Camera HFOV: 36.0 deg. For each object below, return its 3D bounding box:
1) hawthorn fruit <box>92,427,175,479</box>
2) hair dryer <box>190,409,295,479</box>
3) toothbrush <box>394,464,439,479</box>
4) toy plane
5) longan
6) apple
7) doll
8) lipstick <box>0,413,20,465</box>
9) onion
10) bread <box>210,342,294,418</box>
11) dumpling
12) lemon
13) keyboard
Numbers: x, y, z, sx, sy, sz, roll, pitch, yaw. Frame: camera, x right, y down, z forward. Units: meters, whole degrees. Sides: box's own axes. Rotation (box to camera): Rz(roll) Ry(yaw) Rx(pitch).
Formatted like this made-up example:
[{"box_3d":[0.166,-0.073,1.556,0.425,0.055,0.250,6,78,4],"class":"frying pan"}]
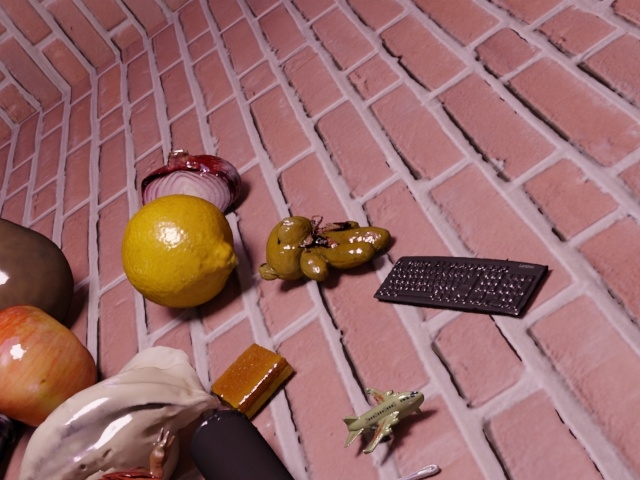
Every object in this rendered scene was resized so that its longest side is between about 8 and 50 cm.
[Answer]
[{"box_3d":[-0.185,0.336,0.972,0.276,0.276,0.307,-15,47,35],"class":"hawthorn fruit"},{"box_3d":[-0.133,0.341,1.144,0.251,0.089,0.197,-50,32,-4],"class":"hair dryer"},{"box_3d":[0.070,0.268,1.073,0.131,0.013,0.011,-25,41,20],"class":"toothbrush"},{"box_3d":[0.073,0.202,1.136,0.111,0.040,0.102,-25,33,20],"class":"toy plane"},{"box_3d":[-0.594,0.100,1.833,0.243,0.300,0.300,-7,3,-43],"class":"longan"},{"box_3d":[-0.458,0.204,1.566,0.164,0.209,0.209,-50,31,-16],"class":"apple"},{"box_3d":[0.000,0.000,1.458,0.210,0.097,0.137,-7,35,35],"class":"doll"},{"box_3d":[-0.538,0.317,1.606,0.081,0.081,0.299,-28,30,17],"class":"lipstick"},{"box_3d":[-0.237,-0.113,1.840,0.206,0.151,0.098,-1,28,24],"class":"onion"},{"box_3d":[-0.094,0.190,1.343,0.094,0.035,0.090,-46,31,-16],"class":"bread"},{"box_3d":[-0.296,0.259,1.309,0.318,0.187,0.243,-39,32,3],"class":"dumpling"},{"box_3d":[-0.226,0.017,1.590,0.244,0.187,0.187,12,55,48],"class":"lemon"},{"box_3d":[0.174,0.053,1.264,0.250,0.017,0.087,3,50,51],"class":"keyboard"}]
